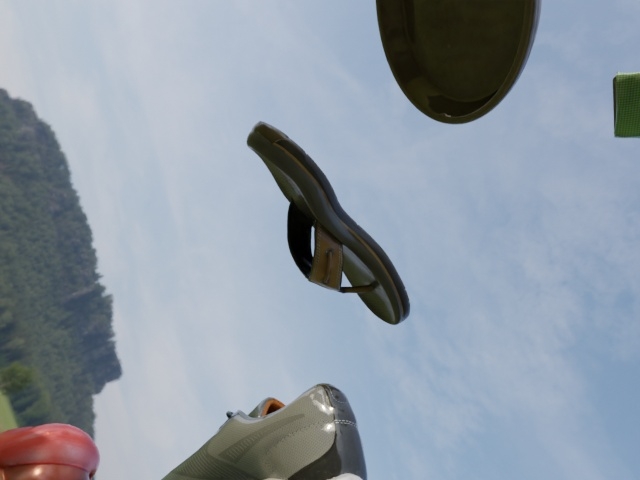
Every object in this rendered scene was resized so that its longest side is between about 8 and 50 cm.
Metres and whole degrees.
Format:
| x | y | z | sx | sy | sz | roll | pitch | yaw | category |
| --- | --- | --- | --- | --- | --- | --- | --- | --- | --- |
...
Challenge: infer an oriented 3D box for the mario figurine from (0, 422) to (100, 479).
| x | y | z | sx | sy | sz | roll | pitch | yaw | category |
| --- | --- | --- | --- | --- | --- | --- | --- | --- | --- |
| -0.261 | 0.313 | 0.522 | 0.320 | 0.170 | 0.198 | 50 | -30 | 46 | mario figurine |

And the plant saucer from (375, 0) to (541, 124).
| x | y | z | sx | sy | sz | roll | pitch | yaw | category |
| --- | --- | --- | --- | --- | --- | --- | --- | --- | --- |
| 0.151 | -0.274 | 0.671 | 0.278 | 0.041 | 0.277 | 47 | -34 | 46 | plant saucer |

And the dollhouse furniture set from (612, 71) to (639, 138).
| x | y | z | sx | sy | sz | roll | pitch | yaw | category |
| --- | --- | --- | --- | --- | --- | --- | --- | --- | --- |
| 0.275 | -0.142 | 0.461 | 0.076 | 0.058 | 0.151 | -3 | -60 | 23 | dollhouse furniture set |

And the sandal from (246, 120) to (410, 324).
| x | y | z | sx | sy | sz | roll | pitch | yaw | category |
| --- | --- | --- | --- | --- | --- | --- | --- | --- | --- |
| 0.000 | 0.000 | 0.487 | 0.090 | 0.060 | 0.219 | 32 | -17 | 53 | sandal |

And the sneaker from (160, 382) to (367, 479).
| x | y | z | sx | sy | sz | roll | pitch | yaw | category |
| --- | --- | --- | --- | --- | --- | --- | --- | --- | --- |
| -0.063 | 0.189 | 0.458 | 0.271 | 0.100 | 0.108 | -31 | -132 | 36 | sneaker |
